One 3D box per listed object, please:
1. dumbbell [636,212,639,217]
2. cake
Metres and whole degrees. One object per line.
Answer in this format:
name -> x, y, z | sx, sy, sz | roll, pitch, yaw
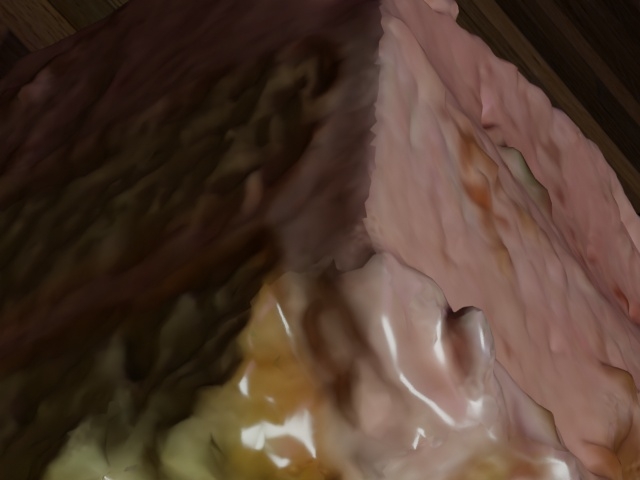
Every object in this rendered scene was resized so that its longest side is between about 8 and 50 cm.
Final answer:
dumbbell -> 0.257, 0.097, 1.378 | 0.192, 0.192, 0.290 | 41, 27, -31
cake -> -0.003, 0.078, 0.768 | 0.314, 0.293, 0.307 | 50, 25, -30
